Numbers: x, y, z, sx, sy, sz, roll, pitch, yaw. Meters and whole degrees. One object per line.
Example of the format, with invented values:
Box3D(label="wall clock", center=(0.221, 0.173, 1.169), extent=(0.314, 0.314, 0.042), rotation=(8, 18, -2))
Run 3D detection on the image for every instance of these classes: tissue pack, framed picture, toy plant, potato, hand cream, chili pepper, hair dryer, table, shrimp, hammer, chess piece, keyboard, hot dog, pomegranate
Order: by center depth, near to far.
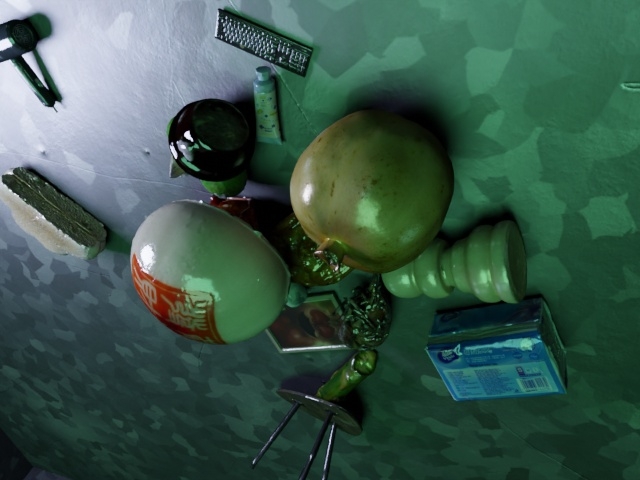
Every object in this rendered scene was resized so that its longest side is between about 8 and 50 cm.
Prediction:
Box3D(label="pomegranate", center=(0.092, -0.078, 0.945), extent=(0.319, 0.319, 0.319), rotation=(12, 131, 14))
Box3D(label="keyboard", center=(-0.113, -0.382, 0.986), extent=(0.198, 0.010, 0.063), rotation=(25, 135, 3))
Box3D(label="hand cream", center=(-0.112, -0.273, 1.053), extent=(0.065, 0.043, 0.170), rotation=(13, 133, 13))
Box3D(label="chess piece", center=(0.270, 0.055, 1.094), extent=(0.300, 0.167, 0.167), rotation=(-7, 124, 33))
Box3D(label="toy plant", center=(-0.232, -0.199, 1.096), extent=(0.218, 0.175, 0.235), rotation=(48, 158, -9))
Box3D(label="hot dog", center=(0.000, 0.000, 1.167), extent=(0.196, 0.122, 0.272), rotation=(46, 127, -14))
Box3D(label="hair dryer", center=(-0.680, -0.394, 1.187), extent=(0.124, 0.071, 0.219), rotation=(-3, 133, 25))
Box3D(label="tissue pack", center=(0.415, 0.261, 1.198), extent=(0.264, 0.146, 0.198), rotation=(-16, 118, 33))
Box3D(label="potato", center=(-0.345, -0.188, 1.234), extent=(0.037, 0.036, 0.093), rotation=(-2, 158, -21))
Box3D(label="shrimp", center=(0.111, 0.171, 1.273), extent=(0.145, 0.116, 0.343), rotation=(13, 137, 9))
Box3D(label="chili pepper", center=(-0.212, -0.001, 1.284), extent=(0.144, 0.136, 0.252), rotation=(-13, 134, 0))
Box3D(label="hammer", center=(-0.130, 0.143, 1.393), extent=(0.194, 0.069, 0.116), rotation=(-24, 116, 41))
Box3D(label="framed picture", center=(-0.044, 0.241, 1.466), extent=(0.290, 0.020, 0.211), rotation=(-10, 122, 30))
Box3D(label="table", center=(-0.058, 0.643, 1.598), extent=(0.317, 0.249, 0.317), rotation=(22, 152, 12))

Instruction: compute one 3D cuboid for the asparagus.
Box3D(label="asparagus", center=(0.064, 0.430, 1.535), extent=(0.082, 0.085, 0.343), rotation=(16, 134, -23))

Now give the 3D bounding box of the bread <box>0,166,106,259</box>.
Box3D(label="bread", center=(-0.789, -0.056, 1.481), extent=(0.337, 0.102, 0.183), rotation=(41, 131, -11))

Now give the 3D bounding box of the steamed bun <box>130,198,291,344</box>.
Box3D(label="steamed bun", center=(-0.263, 0.094, 1.142), extent=(0.375, 0.241, 0.374), rotation=(26, 154, 14))
